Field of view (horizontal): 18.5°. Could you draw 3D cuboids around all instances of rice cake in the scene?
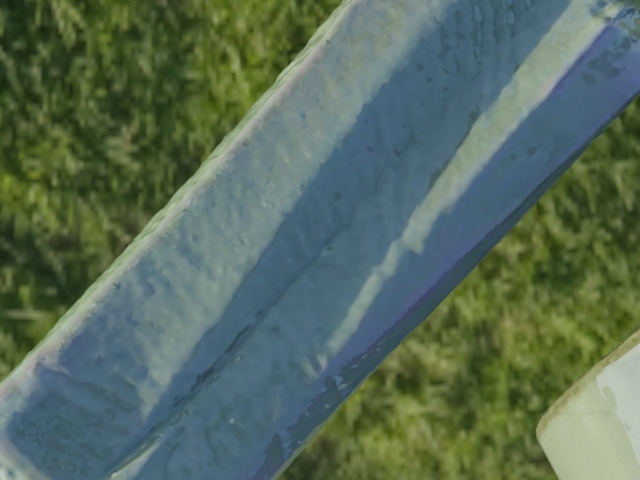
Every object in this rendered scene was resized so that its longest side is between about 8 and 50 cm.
[{"bbox_3d":[-0.001,0.000,0.537,0.080,0.042,0.222,43,83,-9],"label":"rice cake"}]

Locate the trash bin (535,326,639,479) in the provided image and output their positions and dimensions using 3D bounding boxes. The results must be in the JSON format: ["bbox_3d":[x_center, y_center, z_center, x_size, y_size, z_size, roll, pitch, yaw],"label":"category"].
[{"bbox_3d":[0.283,0.183,0.633,0.280,0.432,0.280,-29,166,-8],"label":"trash bin"}]
